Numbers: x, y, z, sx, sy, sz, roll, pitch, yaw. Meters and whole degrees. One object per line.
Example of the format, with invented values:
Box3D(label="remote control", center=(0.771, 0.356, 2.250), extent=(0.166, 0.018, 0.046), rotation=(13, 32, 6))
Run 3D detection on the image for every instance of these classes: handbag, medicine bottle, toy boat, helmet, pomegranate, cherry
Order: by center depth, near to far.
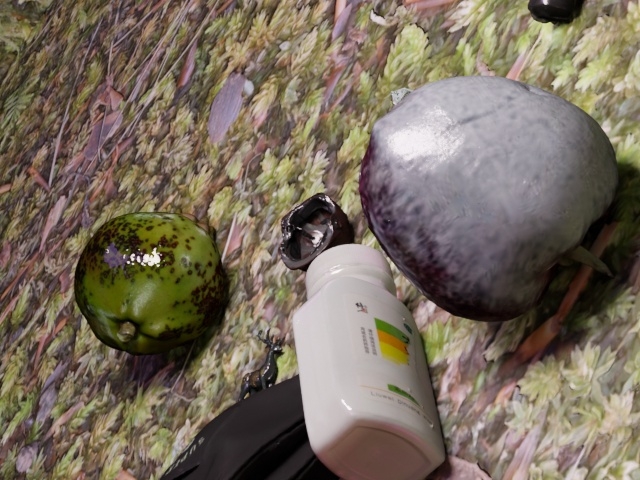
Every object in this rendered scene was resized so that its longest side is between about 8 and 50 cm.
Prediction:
Box3D(label="cherry", center=(0.183, -0.045, 1.787), extent=(0.255, 0.296, 0.218), rotation=(-56, 0, 18))
Box3D(label="medicine bottle", center=(0.049, 0.137, 1.917), extent=(0.111, 0.161, 0.296), rotation=(-45, 31, 25))
Box3D(label="handbag", center=(-0.133, 0.316, 1.948), extent=(0.342, 0.152, 0.288), rotation=(-44, -3, 32))
Box3D(label="helmet", center=(0.000, 0.000, 2.214), extent=(0.098, 0.070, 0.123), rotation=(-32, 42, 28))
Box3D(label="toy boat", center=(0.113, -0.184, 2.234), extent=(0.038, 0.038, 0.083), rotation=(-59, 29, 4))
Box3D(label="pomegranate", center=(-0.225, 0.056, 2.446), extent=(0.222, 0.276, 0.204), rotation=(-16, 88, 28))

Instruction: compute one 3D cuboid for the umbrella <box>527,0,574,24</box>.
Box3D(label="umbrella", center=(0.303, -0.435, 2.032), extent=(0.128, 0.154, 0.337), rotation=(3, 68, 44))

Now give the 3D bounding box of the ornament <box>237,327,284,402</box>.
Box3D(label="ornament", center=(-0.080, 0.172, 2.235), extent=(0.073, 0.028, 0.125), rotation=(-31, 42, 42))
